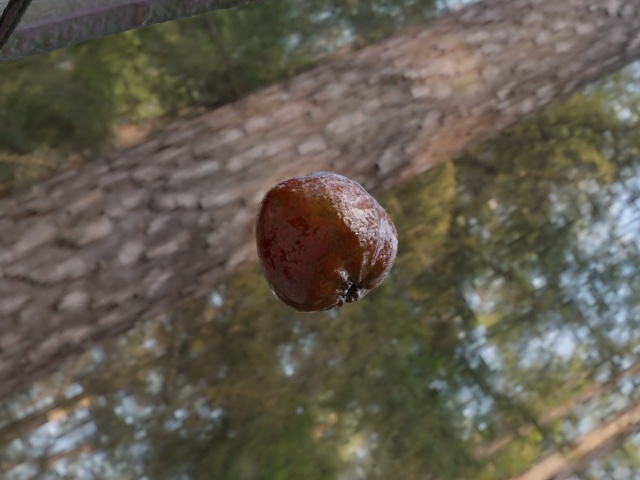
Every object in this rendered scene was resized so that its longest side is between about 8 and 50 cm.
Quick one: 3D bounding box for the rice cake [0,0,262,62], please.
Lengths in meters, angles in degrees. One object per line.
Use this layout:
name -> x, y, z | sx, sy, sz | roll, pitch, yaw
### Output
rice cake -> -0.202, -0.255, 1.625 | 0.050, 0.297, 0.106 | 89, -16, -58

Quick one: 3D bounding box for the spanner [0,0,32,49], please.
spanner -> -0.155, -0.197, 1.021 | 0.024, 0.087, 0.316 | 26, -27, -16

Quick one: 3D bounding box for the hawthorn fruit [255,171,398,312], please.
hawthorn fruit -> 0.000, 0.000, 1.379 | 0.128, 0.128, 0.128 | 29, -48, 38
